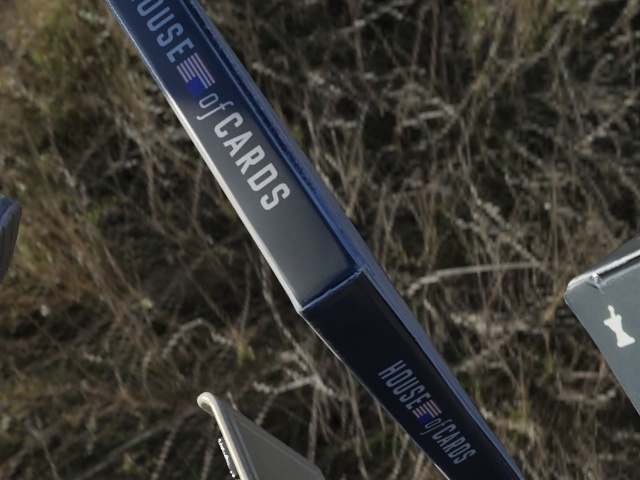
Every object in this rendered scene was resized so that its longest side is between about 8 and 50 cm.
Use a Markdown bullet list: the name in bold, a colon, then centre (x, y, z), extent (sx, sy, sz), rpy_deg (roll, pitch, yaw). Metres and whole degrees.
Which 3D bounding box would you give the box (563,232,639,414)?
- **box**: centre (0.383, -0.015, 0.727), extent (0.395, 0.293, 0.212), rpy_deg (-30, 87, -24)

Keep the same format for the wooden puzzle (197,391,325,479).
- **wooden puzzle**: centre (-0.025, 0.276, 1.411), extent (0.044, 0.221, 0.238), rpy_deg (-38, 50, 6)

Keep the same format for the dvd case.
- **dvd case**: centre (0.000, 0.000, 0.554), extent (0.029, 0.238, 0.179), rpy_deg (-35, 58, 2)

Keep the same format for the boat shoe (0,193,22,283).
- **boat shoe**: centre (-0.352, 0.048, 1.166), extent (0.116, 0.123, 0.324), rpy_deg (22, 27, -1)
